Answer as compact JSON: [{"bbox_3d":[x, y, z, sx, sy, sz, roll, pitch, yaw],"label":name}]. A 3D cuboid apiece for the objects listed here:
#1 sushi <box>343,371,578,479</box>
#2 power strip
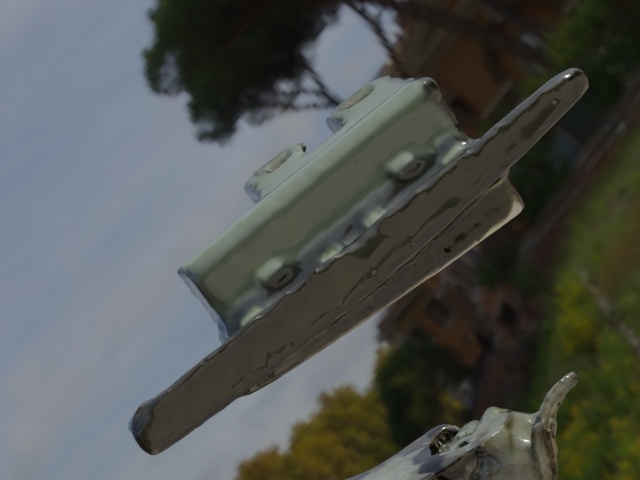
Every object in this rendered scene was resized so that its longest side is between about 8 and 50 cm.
[{"bbox_3d":[0.098,0.209,1.266,0.273,0.109,0.134,-30,10,0],"label":"sushi"},{"bbox_3d":[-0.001,-0.001,0.833,0.257,0.092,0.251,-38,5,-6],"label":"power strip"}]
